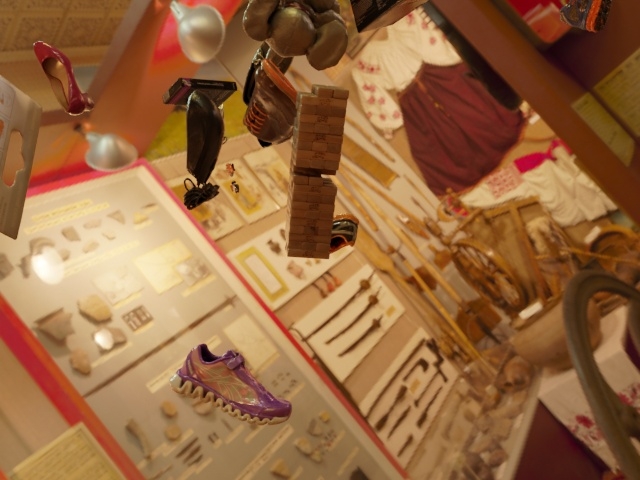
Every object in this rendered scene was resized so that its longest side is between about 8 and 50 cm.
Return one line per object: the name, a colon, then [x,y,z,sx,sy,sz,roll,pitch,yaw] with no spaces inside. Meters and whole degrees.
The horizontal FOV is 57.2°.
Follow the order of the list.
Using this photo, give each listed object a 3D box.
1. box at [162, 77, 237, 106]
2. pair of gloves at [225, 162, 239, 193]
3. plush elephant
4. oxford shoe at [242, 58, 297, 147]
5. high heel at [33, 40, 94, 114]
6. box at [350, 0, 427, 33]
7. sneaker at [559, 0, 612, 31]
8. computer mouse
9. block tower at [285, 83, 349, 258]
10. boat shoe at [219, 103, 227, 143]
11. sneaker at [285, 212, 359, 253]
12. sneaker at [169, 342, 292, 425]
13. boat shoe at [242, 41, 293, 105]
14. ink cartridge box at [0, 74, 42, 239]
box: [-0.314,-0.385,1.533,0.162,0.029,0.116,-5,-9,-38]
pair of gloves: [-0.236,-0.166,1.569,0.010,0.083,0.074,-18,10,-21]
plush elephant: [-0.065,-0.539,1.460,0.256,0.271,0.330,-65,15,-17]
oxford shoe: [-0.113,-0.296,1.368,0.132,0.130,0.364,-37,-10,-3]
high heel: [-0.755,-0.463,1.672,0.082,0.244,0.117,-29,9,18]
box: [0.145,-0.576,1.250,0.103,0.185,0.261,-21,10,-16]
sneaker: [0.498,-0.500,1.082,0.083,0.087,0.222,9,-85,-56]
computer mouse: [-0.264,-0.215,1.385,0.072,0.273,0.188,3,12,7]
block tower: [-0.013,-0.136,1.170,0.097,0.090,0.336,-112,27,-70]
boat shoe: [-0.332,-0.328,1.773,0.095,0.255,0.079,-6,-37,-1]
sneaker: [0.000,0.000,1.509,0.214,0.083,0.084,-22,-40,26]
sneaker: [-0.158,0.261,1.087,0.095,0.236,0.105,33,-103,-80]
boat shoe: [-0.183,-0.594,2.014,0.099,0.116,0.320,-44,-12,-54]
ink cartridge box: [-0.663,-0.199,0.973,0.091,0.309,0.385,-13,-27,20]
